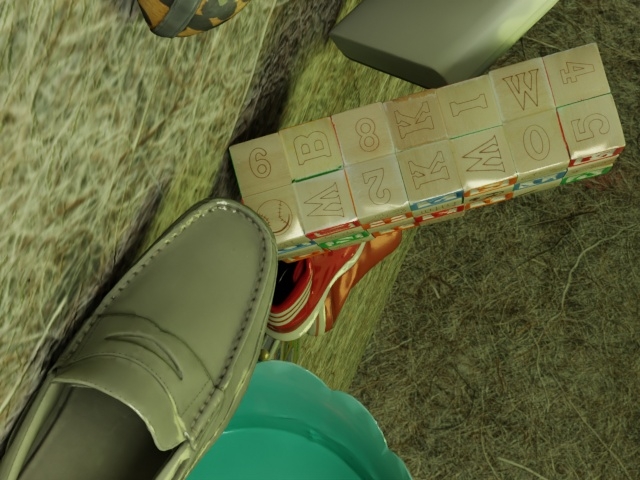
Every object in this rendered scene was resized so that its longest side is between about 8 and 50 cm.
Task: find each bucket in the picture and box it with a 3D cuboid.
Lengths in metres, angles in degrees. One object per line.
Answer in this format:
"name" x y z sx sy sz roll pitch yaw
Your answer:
"bucket" -0.061 0.236 0.828 0.183 0.281 0.281 86 26 -70

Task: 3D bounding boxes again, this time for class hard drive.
"hard drive" 0.169 -0.265 1.044 0.307 0.203 0.040 -45 123 -7

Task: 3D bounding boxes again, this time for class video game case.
"video game case" -0.068 0.177 1.480 0.212 0.023 0.193 97 17 -57

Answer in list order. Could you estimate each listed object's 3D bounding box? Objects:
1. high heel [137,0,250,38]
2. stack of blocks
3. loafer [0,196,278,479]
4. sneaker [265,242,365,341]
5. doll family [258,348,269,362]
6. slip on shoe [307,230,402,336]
"high heel" -0.033 -0.232 0.589 0.186 0.093 0.261 -45 -153 49
"stack of blocks" 0.089 -0.065 0.954 0.171 0.297 0.087 32 43 -81
"loafer" -0.112 0.101 0.681 0.111 0.112 0.319 114 2 -65
"sneaker" 0.000 0.000 1.262 0.128 0.087 0.221 92 19 -70
"doll family" -0.085 0.141 1.045 0.111 0.076 0.193 -89 178 -48
"slip on shoe" 0.051 -0.011 1.455 0.123 0.101 0.331 90 19 -45
